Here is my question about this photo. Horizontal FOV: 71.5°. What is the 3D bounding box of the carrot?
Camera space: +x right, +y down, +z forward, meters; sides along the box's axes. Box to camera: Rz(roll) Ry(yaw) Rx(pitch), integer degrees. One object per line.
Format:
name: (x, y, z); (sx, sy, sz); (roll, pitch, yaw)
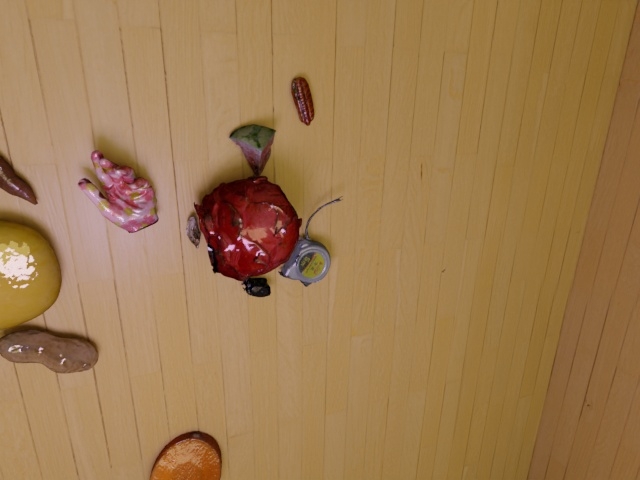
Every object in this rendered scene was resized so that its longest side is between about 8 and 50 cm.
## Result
carrot: (-0.483, 0.835, 1.607); (0.258, 0.100, 0.308); (11, 96, -25)

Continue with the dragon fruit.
dragon fruit: (-0.212, -0.039, 1.290); (0.301, 0.296, 0.296); (-28, 118, 2)

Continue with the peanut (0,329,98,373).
peanut: (-0.774, 0.315, 1.271); (0.263, 0.117, 0.101); (25, 78, -26)

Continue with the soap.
soap: (-0.904, 0.103, 1.133); (0.426, 0.115, 0.306); (-11, 109, -20)

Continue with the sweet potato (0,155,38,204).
sweet potato: (-0.801, -0.171, 1.113); (0.065, 0.051, 0.218); (-48, 121, -5)

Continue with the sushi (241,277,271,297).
sushi: (-0.215, 0.155, 1.469); (0.084, 0.083, 0.056); (19, 101, -29)

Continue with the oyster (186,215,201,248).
oyster: (-0.373, -0.028, 1.345); (0.038, 0.081, 0.083); (-13, 150, -43)

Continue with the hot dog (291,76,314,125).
hot dog: (-0.052, -0.422, 1.354); (0.062, 0.038, 0.144); (-22, 116, -15)

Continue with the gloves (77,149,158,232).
gloves: (-0.540, -0.138, 1.203); (0.145, 0.126, 0.241); (-13, 119, 8)

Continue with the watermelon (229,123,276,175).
watermelon: (-0.173, -0.270, 1.322); (0.098, 0.121, 0.158); (-46, 126, -27)

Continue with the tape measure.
tape measure: (-0.001, -0.001, 1.503); (0.164, 0.084, 0.330); (29, 97, -31)
